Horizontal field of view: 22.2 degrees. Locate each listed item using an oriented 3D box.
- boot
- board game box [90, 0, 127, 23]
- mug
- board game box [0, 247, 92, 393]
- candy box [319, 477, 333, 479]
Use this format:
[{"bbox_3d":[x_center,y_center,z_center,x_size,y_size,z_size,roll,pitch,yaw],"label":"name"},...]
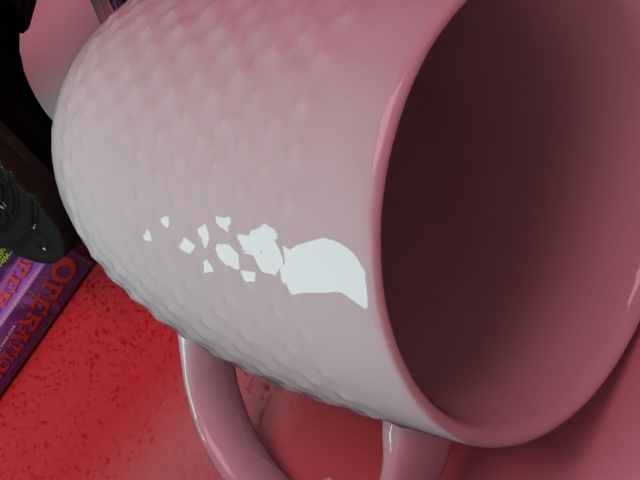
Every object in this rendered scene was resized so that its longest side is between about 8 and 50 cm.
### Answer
[{"bbox_3d":[-0.226,-0.179,1.224,0.260,0.131,0.348,-40,85,-26],"label":"boot"},{"bbox_3d":[-0.033,-0.237,1.258,0.302,0.086,0.308,-39,47,13],"label":"board game box"},{"bbox_3d":[0.000,0.000,0.991,0.328,0.276,0.374,13,105,43],"label":"mug"},{"bbox_3d":[-0.347,0.110,1.326,0.347,0.056,0.208,-54,41,-2],"label":"board game box"},{"bbox_3d":[0.018,0.253,0.873,0.165,0.070,0.196,26,115,45],"label":"candy box"}]
